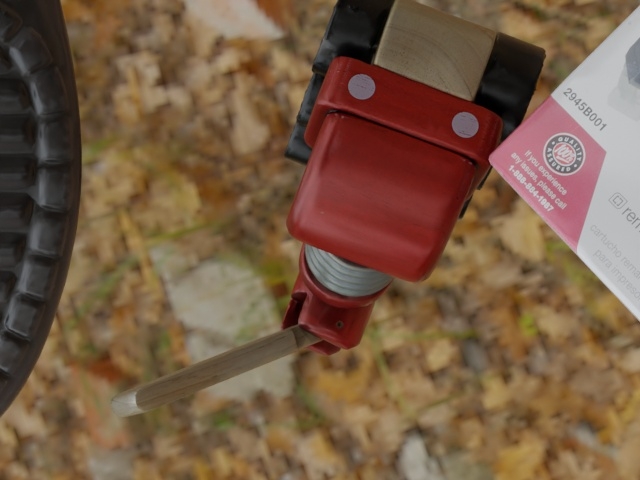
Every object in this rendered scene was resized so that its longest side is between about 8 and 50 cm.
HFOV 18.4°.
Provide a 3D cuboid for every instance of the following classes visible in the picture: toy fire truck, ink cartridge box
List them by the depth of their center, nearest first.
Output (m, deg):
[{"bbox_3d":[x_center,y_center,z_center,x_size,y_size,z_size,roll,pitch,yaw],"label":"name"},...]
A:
[{"bbox_3d":[0.219,-0.056,0.992,0.218,0.092,0.158,-44,57,6],"label":"ink cartridge box"},{"bbox_3d":[0.000,0.000,1.107,0.217,0.158,0.246,115,175,-72],"label":"toy fire truck"}]

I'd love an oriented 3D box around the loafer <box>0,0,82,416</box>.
[{"bbox_3d":[-0.160,-0.096,0.795,0.130,0.133,0.366,-132,46,-79],"label":"loafer"}]
